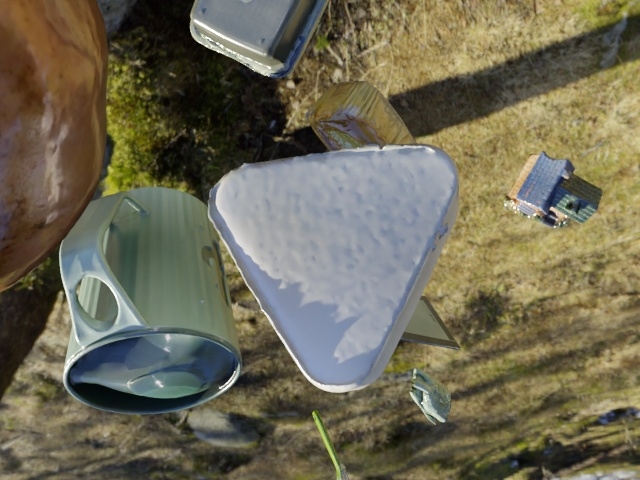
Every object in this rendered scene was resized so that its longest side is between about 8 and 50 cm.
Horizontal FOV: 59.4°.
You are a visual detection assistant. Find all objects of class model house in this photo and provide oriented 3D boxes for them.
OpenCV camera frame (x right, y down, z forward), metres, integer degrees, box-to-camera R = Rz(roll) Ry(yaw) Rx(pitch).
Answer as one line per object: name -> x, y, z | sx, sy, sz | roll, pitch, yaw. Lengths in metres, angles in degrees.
model house -> 0.601, -0.120, 1.431 | 0.182, 0.172, 0.167 | 27, 93, -2

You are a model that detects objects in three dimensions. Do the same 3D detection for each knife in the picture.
knife -> 0.026, 0.396, 1.018 | 0.026, 0.184, 0.022 | -15, 157, -28

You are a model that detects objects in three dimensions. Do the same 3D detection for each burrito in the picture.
burrito -> 0.214, 0.305, 1.106 | 0.044, 0.074, 0.118 | -7, 137, 44

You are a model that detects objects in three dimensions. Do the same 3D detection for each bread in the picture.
bread -> 0.105, -0.220, 1.237 | 0.152, 0.119, 0.288 | 9, 156, 45

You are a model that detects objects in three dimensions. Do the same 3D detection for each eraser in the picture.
eraser -> 0.000, 0.000, 0.766 | 0.331, 0.332, 0.150 | -8, 167, 10

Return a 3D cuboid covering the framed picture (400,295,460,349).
framed picture -> 0.281, 0.245, 1.858 | 0.346, 0.265, 0.016 | 14, 119, -32

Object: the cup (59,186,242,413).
cup -> -0.318, 0.091, 1.089 | 0.310, 0.392, 0.401 | 1, 140, -18

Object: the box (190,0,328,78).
box -> -0.093, -0.460, 1.019 | 0.220, 0.166, 0.291 | 28, 101, 6

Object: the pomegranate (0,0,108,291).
pomegranate -> -0.282, -0.090, 0.336 | 0.337, 0.338, 0.338 | 1, 140, 1
